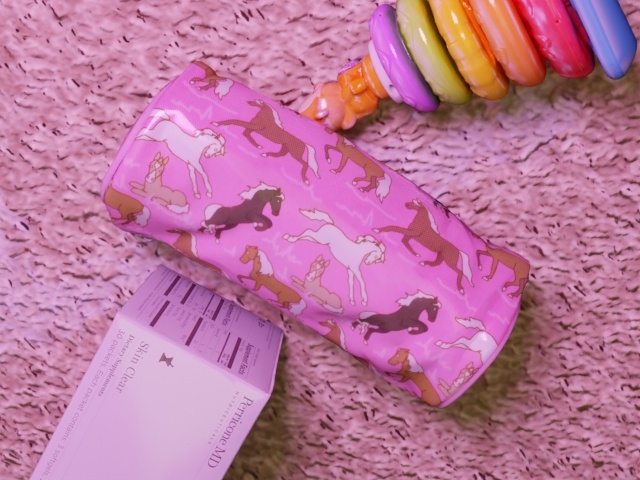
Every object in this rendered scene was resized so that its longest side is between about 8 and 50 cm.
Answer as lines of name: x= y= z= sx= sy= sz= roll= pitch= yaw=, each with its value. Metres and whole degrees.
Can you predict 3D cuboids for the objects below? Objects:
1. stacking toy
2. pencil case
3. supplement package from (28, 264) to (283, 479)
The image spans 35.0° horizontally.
stacking toy: x=0.107 y=-0.173 z=0.903 sx=0.302 sy=0.175 sz=0.165 roll=-25 pitch=105 yaw=20
pencil case: x=0.000 y=0.000 z=0.920 sx=0.386 sy=0.167 sz=0.160 roll=30 pitch=62 yaw=-4
supplement package: x=-0.161 y=0.185 z=0.933 sx=0.145 sy=0.204 sz=0.261 roll=28 pitch=100 yaw=-4
